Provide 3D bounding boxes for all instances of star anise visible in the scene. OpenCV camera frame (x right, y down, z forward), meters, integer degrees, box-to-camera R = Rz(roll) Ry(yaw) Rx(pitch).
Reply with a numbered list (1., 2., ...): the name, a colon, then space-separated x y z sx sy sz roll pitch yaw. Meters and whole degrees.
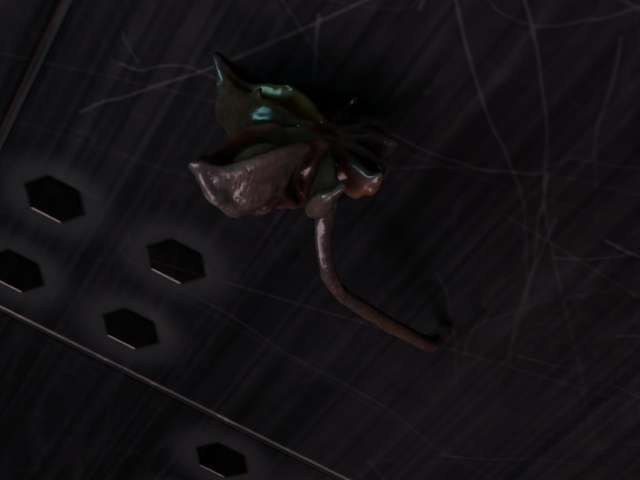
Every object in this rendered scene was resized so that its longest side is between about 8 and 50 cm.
1. star anise: 0.000 0.000 1.108 0.148 0.218 0.227 40 139 43
